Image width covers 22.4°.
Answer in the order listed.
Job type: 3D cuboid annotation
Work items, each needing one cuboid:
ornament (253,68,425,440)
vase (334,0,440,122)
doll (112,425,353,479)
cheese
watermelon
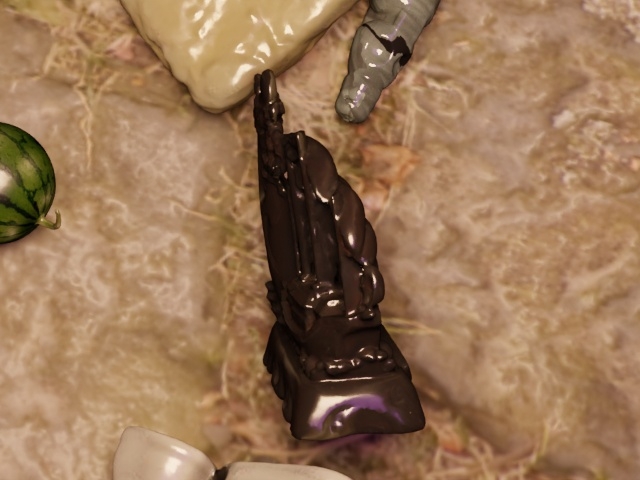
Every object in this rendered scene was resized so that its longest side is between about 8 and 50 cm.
[{"bbox_3d":[0.000,0.000,1.247,0.106,0.251,0.261,-9,106,-9],"label":"ornament"},{"bbox_3d":[0.066,-0.196,1.394,0.060,0.060,0.211,26,80,-5],"label":"vase"},{"bbox_3d":[-0.116,0.341,1.210,0.348,0.161,0.423,-22,51,24],"label":"doll"},{"bbox_3d":[-0.036,-0.237,1.346,0.263,0.093,0.159,-40,87,4],"label":"cheese"},{"bbox_3d":[-0.259,-0.043,1.304,0.109,0.109,0.109,1,83,-9],"label":"watermelon"}]
